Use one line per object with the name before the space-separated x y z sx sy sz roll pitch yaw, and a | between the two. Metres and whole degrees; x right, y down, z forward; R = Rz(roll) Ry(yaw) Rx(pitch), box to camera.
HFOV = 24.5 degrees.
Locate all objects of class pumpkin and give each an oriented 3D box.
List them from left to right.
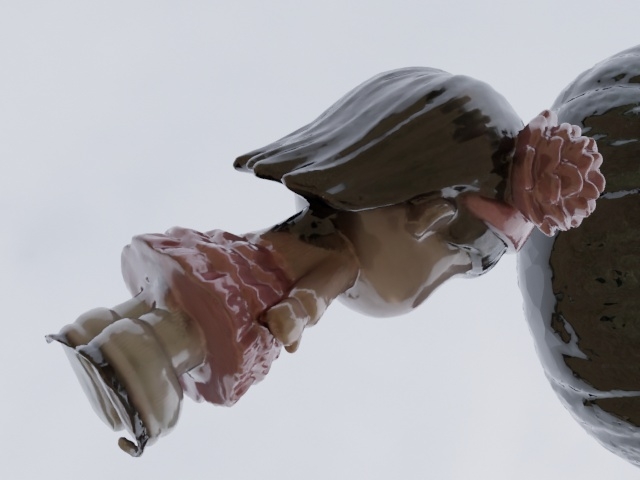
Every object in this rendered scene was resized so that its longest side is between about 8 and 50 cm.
pumpkin | 0.236 0.005 0.797 0.248 0.248 0.248 2 -84 17

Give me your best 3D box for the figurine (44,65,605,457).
figurine | 0.000 0.000 0.346 0.129 0.072 0.054 -28 -73 -23
